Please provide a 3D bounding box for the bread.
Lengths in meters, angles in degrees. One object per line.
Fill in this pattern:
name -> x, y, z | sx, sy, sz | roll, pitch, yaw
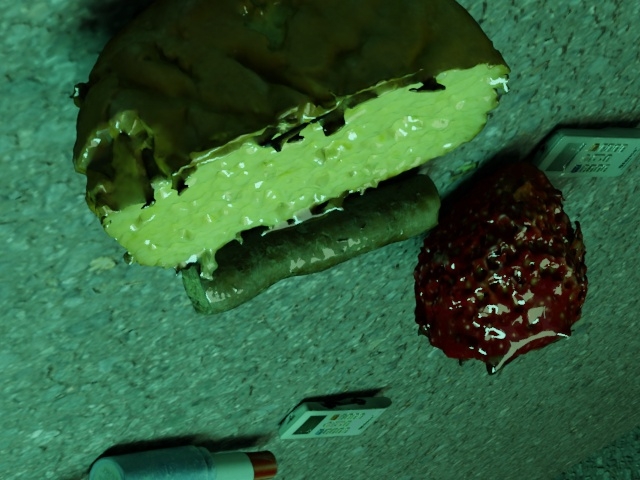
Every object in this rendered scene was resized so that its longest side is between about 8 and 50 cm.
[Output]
bread -> -0.028, -0.094, 0.720 | 0.260, 0.147, 0.160 | -25, 163, -1

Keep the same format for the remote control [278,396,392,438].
remote control -> 0.018, 0.221, 1.453 | 0.166, 0.029, 0.065 | 6, 136, -46

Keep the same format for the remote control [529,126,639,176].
remote control -> 0.282, -0.094, 1.196 | 0.162, 0.029, 0.061 | -2, 139, -39

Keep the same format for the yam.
yam -> 0.000, 0.000, 1.005 | 0.252, 0.061, 0.061 | -20, 152, -27

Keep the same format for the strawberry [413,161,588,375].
strawberry -> 0.179, 0.022, 1.142 | 0.186, 0.184, 0.202 | 0, 105, -20

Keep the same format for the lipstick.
lipstick -> -0.141, 0.263, 1.306 | 0.068, 0.061, 0.274 | -47, 150, 24
